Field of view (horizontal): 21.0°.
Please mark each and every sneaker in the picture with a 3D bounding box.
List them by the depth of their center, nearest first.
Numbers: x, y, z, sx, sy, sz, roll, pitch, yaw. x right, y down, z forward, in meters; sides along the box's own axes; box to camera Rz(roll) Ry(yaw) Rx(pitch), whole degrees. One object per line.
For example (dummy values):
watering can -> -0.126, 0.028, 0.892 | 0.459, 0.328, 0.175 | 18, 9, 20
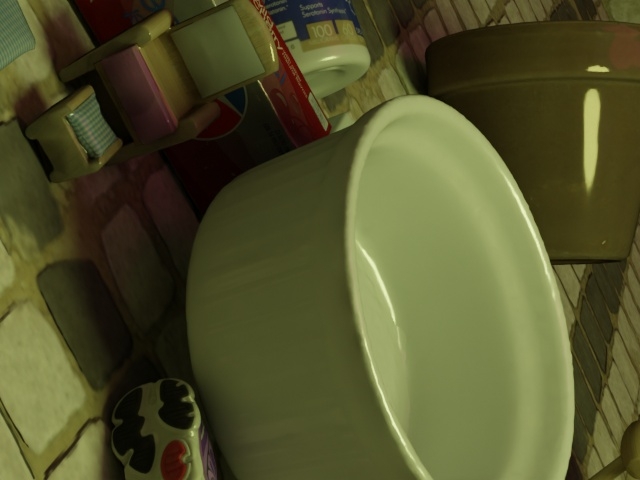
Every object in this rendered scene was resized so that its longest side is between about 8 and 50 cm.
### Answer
sneaker -> -0.074, 0.155, 0.955 | 0.071, 0.068, 0.170 | 57, 22, -43

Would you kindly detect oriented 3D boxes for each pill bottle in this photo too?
pill bottle -> -0.041, -0.202, 1.316 | 0.112, 0.112, 0.187 | 2, 68, -68

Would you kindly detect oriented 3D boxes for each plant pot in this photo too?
plant pot -> 0.238, -0.091, 1.773 | 0.263, 0.263, 0.229 | 6, 83, -67

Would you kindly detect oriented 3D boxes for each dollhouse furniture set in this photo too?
dollhouse furniture set -> -0.133, -0.165, 0.927 | 0.286, 0.198, 0.303 | 64, 22, -12

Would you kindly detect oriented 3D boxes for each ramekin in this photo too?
ramekin -> 0.038, 0.059, 1.075 | 0.277, 0.135, 0.277 | 32, 50, -48

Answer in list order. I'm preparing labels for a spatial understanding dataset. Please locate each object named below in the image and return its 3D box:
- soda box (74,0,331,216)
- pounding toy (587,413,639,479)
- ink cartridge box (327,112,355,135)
soda box -> -0.095, -0.151, 1.156 | 0.263, 0.092, 0.083 | 61, 23, -21
pounding toy -> 0.294, 0.252, 1.669 | 0.154, 0.154, 0.270 | -65, 162, -49
ink cartridge box -> 0.000, 0.000, 1.275 | 0.127, 0.072, 0.175 | 63, 22, -16
